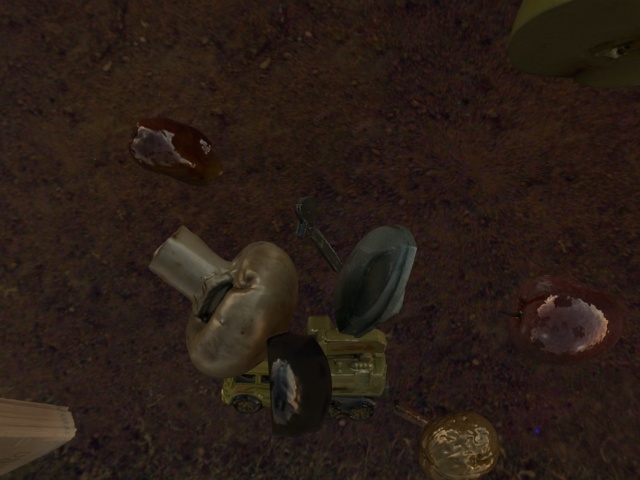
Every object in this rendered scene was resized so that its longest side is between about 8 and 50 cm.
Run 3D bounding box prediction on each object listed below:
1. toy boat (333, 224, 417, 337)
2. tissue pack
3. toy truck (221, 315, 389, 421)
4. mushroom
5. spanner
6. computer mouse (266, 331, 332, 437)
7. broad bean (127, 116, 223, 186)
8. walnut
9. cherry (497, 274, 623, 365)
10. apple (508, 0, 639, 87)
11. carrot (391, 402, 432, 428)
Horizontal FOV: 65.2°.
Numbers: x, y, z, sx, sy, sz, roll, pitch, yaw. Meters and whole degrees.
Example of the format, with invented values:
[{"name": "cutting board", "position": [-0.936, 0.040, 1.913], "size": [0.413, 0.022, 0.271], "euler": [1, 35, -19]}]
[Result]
[{"name": "toy boat", "position": [0.087, 0.060, 0.769], "size": [0.092, 0.319, 0.141], "euler": [8, 70, -6]}, {"name": "tissue pack", "position": [-0.459, 0.252, 0.609], "size": [0.170, 0.325, 0.071], "euler": [-26, 69, -8]}, {"name": "toy truck", "position": [-0.034, 0.294, 1.207], "size": [0.405, 0.181, 0.254], "euler": [4, 128, -1]}, {"name": "mushroom", "position": [-0.201, 0.108, 0.988], "size": [0.290, 0.292, 0.292], "euler": [36, 107, -18]}, {"name": "spanner", "position": [0.000, 0.000, 1.185], "size": [0.026, 0.325, 0.093], "euler": [14, 69, 26]}, {"name": "computer mouse", "position": [-0.031, 0.199, 0.696], "size": [0.086, 0.270, 0.138], "euler": [-2, 73, -8]}, {"name": "broad bean", "position": [-0.310, -0.194, 1.101], "size": [0.156, 0.228, 0.122], "euler": [35, 105, 43]}, {"name": "walnut", "position": [0.309, 0.457, 1.105], "size": [0.184, 0.155, 0.156], "euler": [-12, 95, -19]}, {"name": "cherry", "position": [0.550, 0.188, 1.172], "size": [0.285, 0.236, 0.213], "euler": [6, 107, -4]}, {"name": "apple", "position": [0.495, -0.346, 0.802], "size": [0.311, 0.360, 0.320], "euler": [-39, 98, -4]}, {"name": "carrot", "position": [0.266, 0.485, 1.350], "size": [0.165, 0.036, 0.036], "euler": [29, 104, -1]}]
